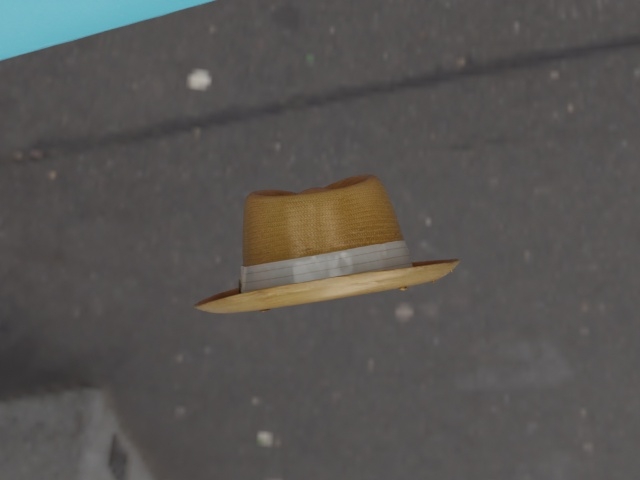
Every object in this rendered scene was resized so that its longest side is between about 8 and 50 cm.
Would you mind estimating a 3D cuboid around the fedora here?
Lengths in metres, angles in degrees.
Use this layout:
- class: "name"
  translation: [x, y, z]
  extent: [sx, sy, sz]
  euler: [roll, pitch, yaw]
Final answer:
- class: "fedora"
  translation: [0.000, 0.000, 1.228]
  extent: [0.194, 0.079, 0.194]
  euler: [-9, 180, 0]

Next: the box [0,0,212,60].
- class: "box"
  translation: [-0.024, -0.125, 0.530]
  extent: [0.244, 0.100, 0.060]
  euler: [-13, 135, 19]
